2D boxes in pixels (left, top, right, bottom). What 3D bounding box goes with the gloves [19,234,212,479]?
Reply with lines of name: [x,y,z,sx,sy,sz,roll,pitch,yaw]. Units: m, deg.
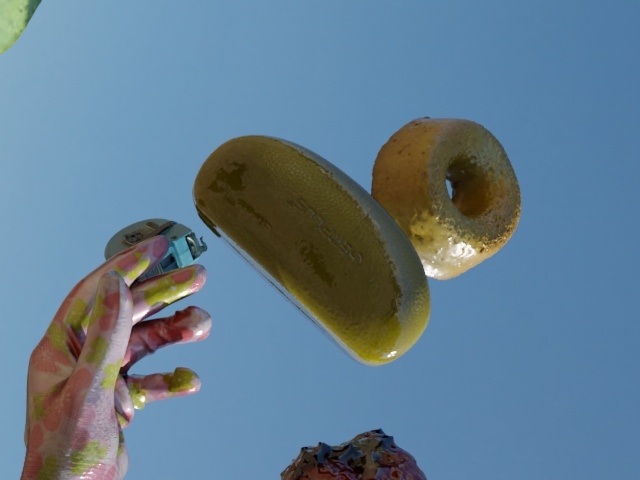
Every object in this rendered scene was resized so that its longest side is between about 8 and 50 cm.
gloves: [-0.181,0.109,1.267,0.126,0.145,0.241,-2,-114,34]

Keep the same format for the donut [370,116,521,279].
donut: [0.212,-0.078,2.430,0.108,0.277,0.278,-19,-126,44]

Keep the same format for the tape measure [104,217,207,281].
tape measure: [-0.265,0.020,2.343,0.125,0.146,0.081,21,-43,48]

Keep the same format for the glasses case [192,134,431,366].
glasses case: [0.000,0.000,2.035,0.173,0.371,0.141,-46,176,-11]

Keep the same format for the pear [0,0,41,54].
pear: [-0.384,-0.295,1.515,0.292,0.159,0.292,-49,152,-39]

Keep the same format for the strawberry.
strawberry: [0.051,0.419,2.115,0.288,0.250,0.238,62,-34,13]
